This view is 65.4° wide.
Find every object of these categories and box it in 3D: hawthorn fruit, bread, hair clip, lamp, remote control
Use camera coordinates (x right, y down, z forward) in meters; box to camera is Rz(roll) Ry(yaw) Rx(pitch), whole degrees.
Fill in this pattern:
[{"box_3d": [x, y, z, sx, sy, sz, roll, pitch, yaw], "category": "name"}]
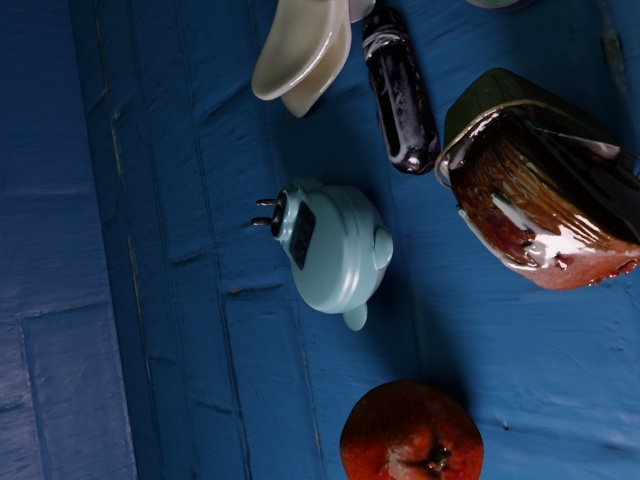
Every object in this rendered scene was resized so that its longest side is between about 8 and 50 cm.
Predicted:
[{"box_3d": [0.132, 0.284, 0.678, 0.225, 0.196, 0.197, 116, 138, -74], "category": "hawthorn fruit"}, {"box_3d": [0.229, -0.061, 0.492, 0.142, 0.224, 0.212, -49, 36, 43], "category": "bread"}, {"box_3d": [-0.032, -0.345, 0.867, 0.172, 0.113, 0.282, 48, 127, 29], "category": "hair clip"}, {"box_3d": [0.010, -0.001, 0.834, 0.284, 0.147, 0.209, 36, 122, 32], "category": "lamp"}, {"box_3d": [0.107, -0.224, 0.741, 0.090, 0.066, 0.266, -23, 78, 46], "category": "remote control"}]

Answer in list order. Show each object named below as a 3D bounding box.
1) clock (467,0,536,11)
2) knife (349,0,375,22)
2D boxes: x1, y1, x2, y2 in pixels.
[{"box_3d": [0.204, -0.379, 0.598, 0.172, 0.064, 0.198, 7, 101, 49], "category": "clock"}, {"box_3d": [0.070, -0.391, 0.763, 0.336, 0.043, 0.081, 4, 116, 65], "category": "knife"}]
